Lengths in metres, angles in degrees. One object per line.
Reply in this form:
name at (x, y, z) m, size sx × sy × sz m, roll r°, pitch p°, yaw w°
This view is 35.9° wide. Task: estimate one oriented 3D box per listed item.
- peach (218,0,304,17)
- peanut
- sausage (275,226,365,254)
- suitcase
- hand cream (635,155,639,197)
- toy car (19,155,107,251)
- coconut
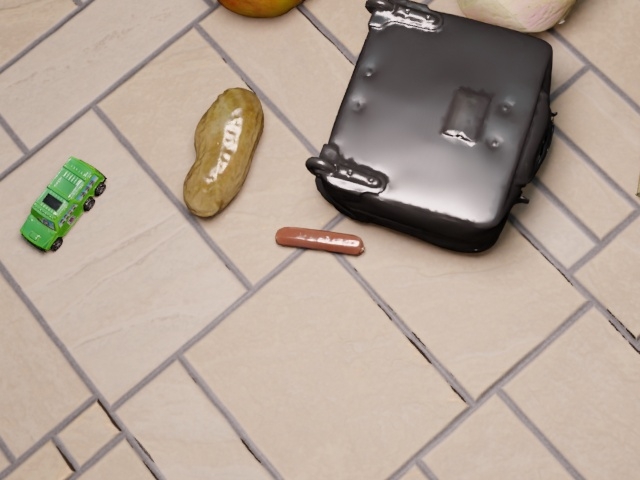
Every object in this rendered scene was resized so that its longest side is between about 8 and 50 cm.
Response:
peach at (-0.093, -0.481, 1.641) m, size 0.231 × 0.231 × 0.231 m, roll -2°, pitch 72°, yaw 6°
peanut at (-0.161, -0.144, 1.612) m, size 0.108 × 0.095 × 0.226 m, roll 11°, pitch 77°, yaw 26°
sausage at (0.000, 0.000, 1.578) m, size 0.147 × 0.030 × 0.035 m, roll 6°, pitch 74°, yaw 9°
suitcase at (0.183, -0.176, 1.530) m, size 0.339 × 0.188 × 0.345 m, roll 17°, pitch 74°, yaw 13°
hand cream at (0.534, -0.155, 1.546) m, size 0.084 × 0.084 × 0.203 m, roll 10°, pitch 81°, yaw 10°
toy car at (-0.428, -0.061, 1.631) m, size 0.071 × 0.062 × 0.165 m, roll 33°, pitch 79°, yaw 15°
coconut at (0.318, -0.442, 1.601) m, size 0.197 × 0.237 × 0.237 m, roll 42°, pitch 79°, yaw -25°
